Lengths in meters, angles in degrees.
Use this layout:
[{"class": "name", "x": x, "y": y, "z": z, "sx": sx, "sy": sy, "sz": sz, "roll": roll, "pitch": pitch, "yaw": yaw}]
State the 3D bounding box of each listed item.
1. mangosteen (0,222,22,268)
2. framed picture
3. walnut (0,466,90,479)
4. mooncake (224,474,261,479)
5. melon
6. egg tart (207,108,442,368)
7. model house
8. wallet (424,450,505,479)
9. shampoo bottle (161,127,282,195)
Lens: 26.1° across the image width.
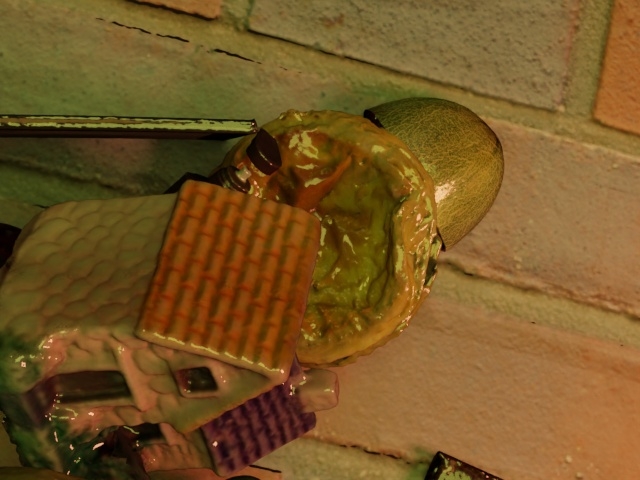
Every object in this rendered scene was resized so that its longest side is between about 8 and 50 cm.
[{"class": "mangosteen", "x": -0.313, "y": 0.058, "z": 1.203, "sx": 0.184, "sy": 0.172, "sz": 0.172, "roll": 19, "pitch": 78, "yaw": -4}, {"class": "framed picture", "x": -0.237, "y": -0.096, "z": 1.190, "sx": 0.347, "sy": 0.265, "sz": 0.016, "roll": 0, "pitch": 92, "yaw": -8}, {"class": "walnut", "x": -0.208, "y": 0.312, "z": 1.000, "sx": 0.276, "sy": 0.282, "sz": 0.253, "roll": -7, "pitch": 39, "yaw": 24}, {"class": "mooncake", "x": -0.105, "y": 0.271, "z": 1.194, "sx": 0.168, "sy": 0.175, "sz": 0.104, "roll": -24, "pitch": 85, "yaw": -49}, {"class": "melon", "x": 0.120, "y": -0.082, "z": 1.336, "sx": 0.128, "sy": 0.079, "sz": 0.160, "roll": -29, "pitch": 85, "yaw": -11}, {"class": "egg tart", "x": 0.000, "y": 0.000, "z": 1.276, "sx": 0.241, "sy": 0.106, "sz": 0.241, "roll": -2, "pitch": 81, "yaw": 13}, {"class": "model house", "x": -0.112, "y": 0.100, "z": 1.126, "sx": 0.237, "sy": 0.202, "sz": 0.237, "roll": -7, "pitch": 124, "yaw": 14}, {"class": "wallet", "x": 0.196, "y": 0.305, "z": 1.303, "sx": 0.243, "sy": 0.039, "sz": 0.133, "roll": 23, "pitch": 74, "yaw": -3}, {"class": "shampoo bottle", "x": -0.128, "y": -0.009, "z": 1.232, "sx": 0.236, "sy": 0.067, "sz": 0.068, "roll": -38, "pitch": 49, "yaw": 22}]
